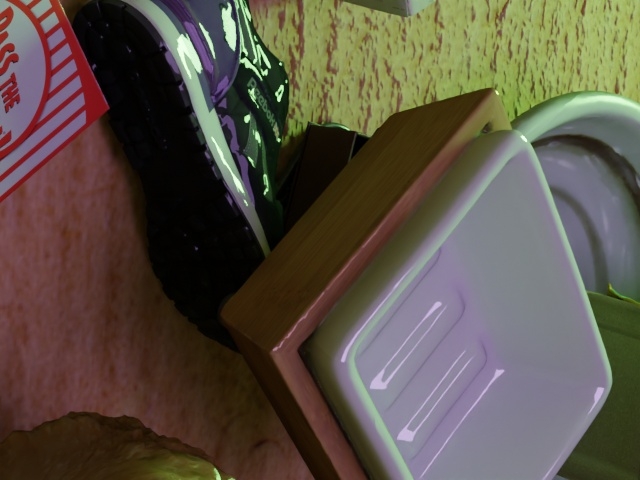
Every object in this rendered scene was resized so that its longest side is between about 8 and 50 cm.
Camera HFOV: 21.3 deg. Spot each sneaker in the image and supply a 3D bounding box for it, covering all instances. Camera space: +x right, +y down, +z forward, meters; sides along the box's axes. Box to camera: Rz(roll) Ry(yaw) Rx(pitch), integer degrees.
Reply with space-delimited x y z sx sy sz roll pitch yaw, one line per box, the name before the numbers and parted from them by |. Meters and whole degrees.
sneaker | -0.053 -0.057 1.112 0.124 0.107 0.283 -44 132 -37

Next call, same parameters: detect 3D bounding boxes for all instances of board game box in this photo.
board game box | -0.223 -0.079 0.955 0.193 0.045 0.147 -46 132 -28

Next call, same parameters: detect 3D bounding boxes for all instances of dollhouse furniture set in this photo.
dollhouse furniture set | 0.273 0.194 1.329 0.151 0.197 0.302 1 103 -46

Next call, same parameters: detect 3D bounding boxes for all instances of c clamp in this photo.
c clamp | 0.000 0.000 1.251 0.137 0.022 0.161 37 75 -41

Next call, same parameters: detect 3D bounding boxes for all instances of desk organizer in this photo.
desk organizer | 0.007 -0.014 1.203 0.047 0.050 0.130 15 88 -42

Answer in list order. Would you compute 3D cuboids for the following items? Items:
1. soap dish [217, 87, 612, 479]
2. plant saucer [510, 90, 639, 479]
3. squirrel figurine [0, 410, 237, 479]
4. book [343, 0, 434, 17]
soap dish | 0.068 0.073 1.115 0.229 0.118 0.291 -50 138 -24
plant saucer | 0.162 0.070 1.391 0.400 0.100 0.400 -18 115 -44
squirrel figurine | -0.179 0.303 0.972 0.397 0.281 0.370 -34 132 -33
book | 0.023 -0.228 1.141 0.035 0.096 0.144 -35 128 -35
